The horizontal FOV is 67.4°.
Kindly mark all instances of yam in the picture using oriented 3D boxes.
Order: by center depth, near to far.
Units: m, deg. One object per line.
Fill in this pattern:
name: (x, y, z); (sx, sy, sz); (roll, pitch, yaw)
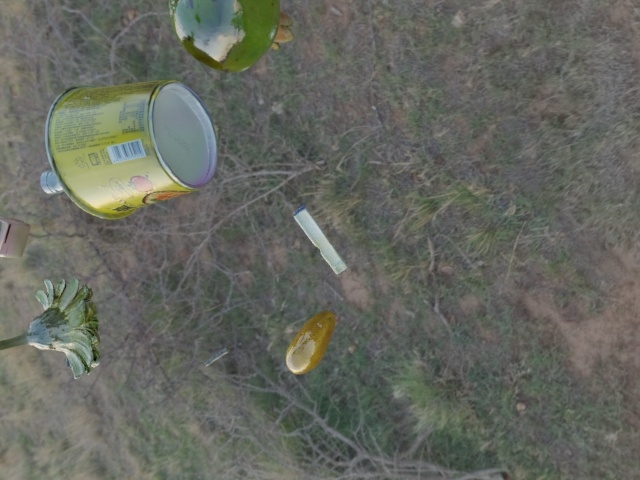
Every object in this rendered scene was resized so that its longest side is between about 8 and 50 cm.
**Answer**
yam: (-0.426, 0.477, 1.955); (0.129, 0.033, 0.027); (-35, 96, 11)

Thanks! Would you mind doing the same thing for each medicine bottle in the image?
medicine bottle: (-0.644, -0.168, 1.299); (0.216, 0.090, 0.091); (-4, 105, 15)

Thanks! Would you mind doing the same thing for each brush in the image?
brush: (0.000, 0.000, 0.977); (0.179, 0.033, 0.030); (54, -178, -33)

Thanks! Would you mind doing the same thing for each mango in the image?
mango: (-0.026, 0.323, 1.529); (0.109, 0.227, 0.147); (36, 171, 1)

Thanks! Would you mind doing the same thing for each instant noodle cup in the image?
instant noodle cup: (-0.411, -0.224, 1.117); (0.253, 0.325, 0.326); (-7, 102, 21)

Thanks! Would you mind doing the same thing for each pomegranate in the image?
pomegranate: (-0.163, -0.458, 0.988); (0.235, 0.301, 0.236); (1, 92, 38)

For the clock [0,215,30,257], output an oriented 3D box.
clock: (-0.866, -0.036, 1.072); (0.283, 0.309, 0.114); (16, 87, 14)

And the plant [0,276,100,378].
plant: (-0.768, 0.286, 1.406); (0.305, 0.297, 0.261); (15, 136, 29)
